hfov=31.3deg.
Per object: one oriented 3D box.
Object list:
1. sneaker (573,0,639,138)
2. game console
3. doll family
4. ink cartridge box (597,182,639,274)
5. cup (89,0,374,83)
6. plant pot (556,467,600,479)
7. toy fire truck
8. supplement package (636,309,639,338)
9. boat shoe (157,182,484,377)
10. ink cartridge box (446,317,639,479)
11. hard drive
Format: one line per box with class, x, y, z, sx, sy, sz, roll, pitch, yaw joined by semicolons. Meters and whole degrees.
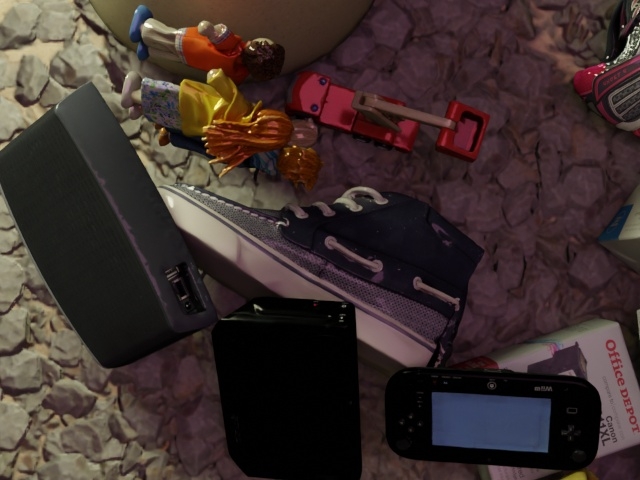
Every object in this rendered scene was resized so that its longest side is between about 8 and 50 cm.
sneaker;0.371;-0.253;1.168;0.112;0.121;0.299;28;87;-2
game console;0.081;0.152;1.081;0.361;0.044;0.213;2;127;9
doll family;-0.081;-0.102;1.055;0.163;0.263;0.118;15;76;15
ink cartridge box;0.395;-0.070;1.158;0.078;0.134;0.231;37;85;-3
cup;-0.083;-0.335;1.060;0.331;0.237;0.331;0;83;-4
plant pot;0.219;0.385;1.089;0.239;0.254;0.254;-34;92;11
toy fire truck;0.060;-0.124;1.130;0.192;0.135;0.047;18;87;-4
supplement package;0.418;0.178;1.120;0.134;0.139;0.244;-9;92;-36
boat shoe;0.000;0.000;1.143;0.340;0.127;0.158;31;74;-7
ink cartridge box;0.234;0.165;1.169;0.175;0.072;0.127;-18;90;-5
hard drive;-0.215;-0.004;1.095;0.054;0.172;0.255;-30;92;-49
